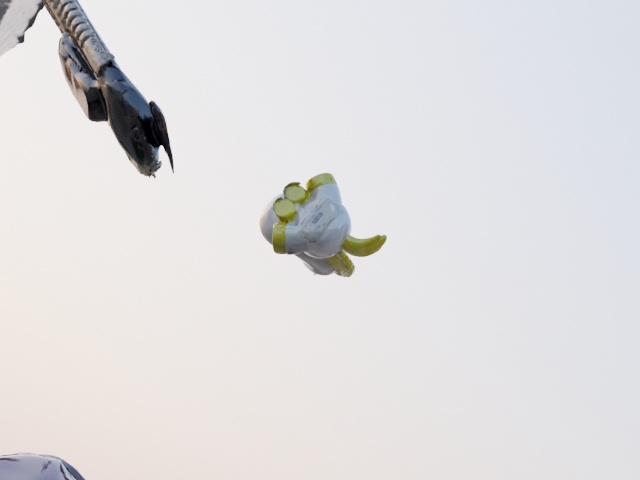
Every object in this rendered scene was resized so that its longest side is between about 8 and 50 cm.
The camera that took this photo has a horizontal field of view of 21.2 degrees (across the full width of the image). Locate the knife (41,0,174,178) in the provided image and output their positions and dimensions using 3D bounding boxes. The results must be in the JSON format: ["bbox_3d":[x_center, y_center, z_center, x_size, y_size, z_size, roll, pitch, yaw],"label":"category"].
[{"bbox_3d":[-0.204,-0.174,1.329,0.365,0.043,0.089,55,-23,40],"label":"knife"}]

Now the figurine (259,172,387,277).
[{"bbox_3d":[-0.007,-0.003,1.940,0.130,0.109,0.178,32,-18,-7],"label":"figurine"}]

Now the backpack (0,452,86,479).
[{"bbox_3d":[-0.203,0.281,1.099,0.283,0.197,0.317,-6,42,-32],"label":"backpack"}]

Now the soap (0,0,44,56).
[{"bbox_3d":[-0.509,-0.311,1.838,0.350,0.435,0.213,53,-45,17],"label":"soap"}]
